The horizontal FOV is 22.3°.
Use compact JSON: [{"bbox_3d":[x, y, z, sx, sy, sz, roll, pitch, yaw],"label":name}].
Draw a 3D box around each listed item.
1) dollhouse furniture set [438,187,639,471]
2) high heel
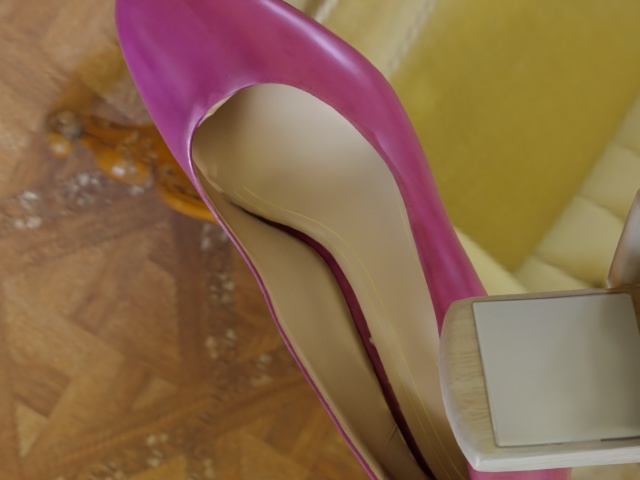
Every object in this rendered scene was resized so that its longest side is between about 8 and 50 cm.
[{"bbox_3d":[0.071,0.048,0.286,0.198,0.286,0.303,-4,147,-4],"label":"dollhouse furniture set"},{"bbox_3d":[0.000,0.000,0.859,0.127,0.377,0.181,-47,175,25],"label":"high heel"}]
